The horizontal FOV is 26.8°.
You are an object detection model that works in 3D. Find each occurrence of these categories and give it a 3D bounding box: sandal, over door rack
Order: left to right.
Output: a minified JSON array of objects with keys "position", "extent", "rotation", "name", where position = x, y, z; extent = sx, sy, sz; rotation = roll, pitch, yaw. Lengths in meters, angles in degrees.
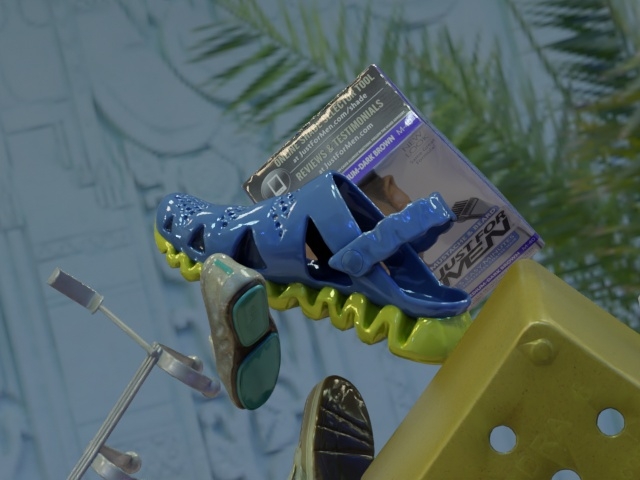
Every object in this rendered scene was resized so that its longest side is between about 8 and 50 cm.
[{"position":[-0.233,0.181,1.304],"extent":[0.108,0.240,0.324],"rotation":[38,-7,-33],"name":"over door rack"},{"position":[0.000,0.000,1.187],"extent":[0.317,0.138,0.126],"rotation":[15,14,19],"name":"sandal"}]

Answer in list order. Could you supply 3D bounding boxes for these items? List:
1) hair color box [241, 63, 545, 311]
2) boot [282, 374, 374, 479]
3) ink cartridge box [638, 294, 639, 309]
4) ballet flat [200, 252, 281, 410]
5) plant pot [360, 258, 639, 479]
[{"position":[0.089,-0.025,1.433],"extent":[0.185,0.110,0.339],"rotation":[-43,-37,9],"name":"hair color box"},{"position":[-0.031,0.240,1.235],"extent":[0.077,0.213,0.165],"rotation":[24,-35,-34],"name":"boot"},{"position":[0.495,0.170,1.688],"extent":[0.175,0.371,0.069],"rotation":[18,-34,-25],"name":"ink cartridge box"},{"position":[-0.063,0.068,1.037],"extent":[0.057,0.052,0.168],"rotation":[-37,-31,-27],"name":"ballet flat"},{"position":[0.156,0.148,0.859],"extent":[0.212,0.212,0.187],"rotation":[-55,-9,1],"name":"plant pot"}]
